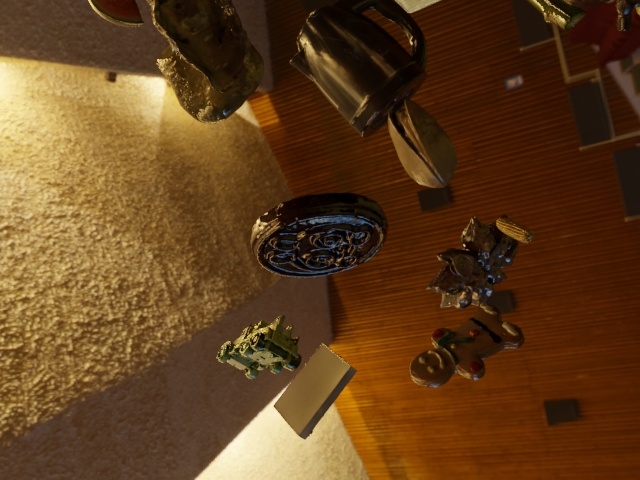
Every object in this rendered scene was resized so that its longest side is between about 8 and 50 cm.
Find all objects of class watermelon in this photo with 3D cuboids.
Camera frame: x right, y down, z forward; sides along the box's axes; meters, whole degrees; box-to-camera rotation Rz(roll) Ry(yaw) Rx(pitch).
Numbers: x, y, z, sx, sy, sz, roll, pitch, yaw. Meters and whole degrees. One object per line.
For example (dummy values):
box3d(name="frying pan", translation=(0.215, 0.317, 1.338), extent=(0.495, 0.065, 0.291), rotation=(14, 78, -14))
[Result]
box3d(name="watermelon", translation=(-0.475, -0.562, 1.370), extent=(0.094, 0.135, 0.125), rotation=(-62, -5, 6))

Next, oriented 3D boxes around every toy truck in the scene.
box3d(name="toy truck", translation=(-0.154, 0.274, 1.507), extent=(0.128, 0.260, 0.135), rotation=(36, -130, -22))

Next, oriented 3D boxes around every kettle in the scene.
box3d(name="kettle", translation=(0.109, -0.484, 1.461), extent=(0.324, 0.321, 0.228), rotation=(47, 174, 4))

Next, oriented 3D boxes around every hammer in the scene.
box3d(name="hammer", translation=(0.499, -0.322, 0.774), extent=(0.021, 0.178, 0.065), rotation=(-61, -32, -45))

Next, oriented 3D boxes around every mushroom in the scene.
box3d(name="mushroom", translation=(-0.342, -0.474, 1.660), extent=(0.217, 0.292, 0.211), rotation=(36, -132, -48))

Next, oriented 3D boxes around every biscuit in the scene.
box3d(name="biscuit", translation=(0.359, 0.270, 1.443), extent=(0.049, 0.302, 0.197), rotation=(66, 170, -28))
box3d(name="biscuit", translation=(0.000, 0.000, 1.645), extent=(0.407, 0.408, 0.091), rotation=(37, -142, -56))

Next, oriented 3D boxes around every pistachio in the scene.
box3d(name="pistachio", translation=(0.240, -0.225, 1.353), extent=(0.226, 0.136, 0.136), rotation=(57, -152, -11))

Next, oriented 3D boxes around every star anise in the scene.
box3d(name="star anise", translation=(0.445, 0.073, 1.625), extent=(0.117, 0.332, 0.331), rotation=(52, 180, 45))

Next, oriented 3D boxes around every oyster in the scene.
box3d(name="oyster", translation=(-0.308, -0.540, 1.348), extent=(0.204, 0.111, 0.396), rotation=(-41, -84, -19))

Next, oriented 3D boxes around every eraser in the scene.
box3d(name="eraser", translation=(-0.011, 0.266, 1.019), extent=(0.150, 0.104, 0.023), rotation=(-52, -56, -7))

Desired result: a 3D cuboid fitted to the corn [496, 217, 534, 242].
box3d(name="corn", translation=(0.432, -0.024, 1.273), extent=(0.092, 0.037, 0.037), rotation=(40, 169, 48))

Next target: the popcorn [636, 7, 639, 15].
box3d(name="popcorn", translation=(0.642, -0.462, 0.944), extent=(0.258, 0.224, 0.270), rotation=(37, -113, -26))

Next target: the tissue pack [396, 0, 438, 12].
box3d(name="tissue pack", translation=(0.341, -0.885, 1.792), extent=(0.146, 0.198, 0.263), rotation=(30, -103, -30))

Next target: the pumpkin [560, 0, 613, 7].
box3d(name="pumpkin", translation=(0.569, -0.557, 1.137), extent=(0.220, 0.221, 0.161), rotation=(-54, -51, -60))

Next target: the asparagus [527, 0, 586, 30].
box3d(name="asparagus", translation=(0.527, -0.562, 1.330), extent=(0.060, 0.067, 0.277), rotation=(11, -138, -27))
